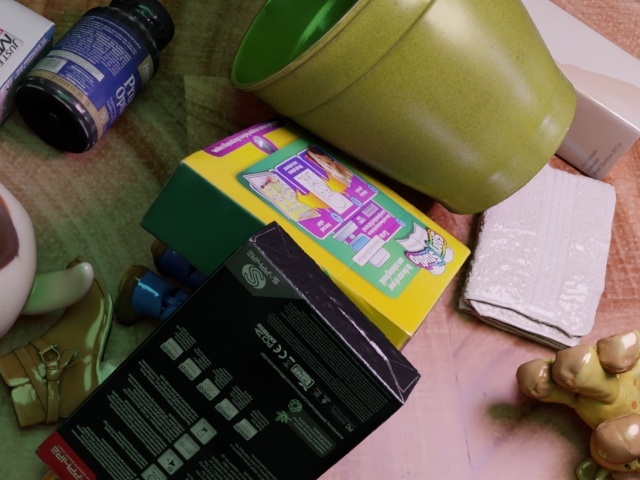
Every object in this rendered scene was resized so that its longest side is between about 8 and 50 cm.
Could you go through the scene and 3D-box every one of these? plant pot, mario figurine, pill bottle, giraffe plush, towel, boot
[{"bbox_3d":[0.134,-0.227,1.618,0.353,0.366,0.366,40,56,-22],"label":"plant pot"},{"bbox_3d":[-0.093,0.132,1.521,0.320,0.170,0.198,32,95,14],"label":"mario figurine"},{"bbox_3d":[-0.289,-0.228,1.629,0.123,0.123,0.219,33,60,3],"label":"pill bottle"},{"bbox_3d":[0.366,0.218,1.581,0.210,0.181,0.170,3,68,-54],"label":"giraffe plush"},{"bbox_3d":[0.303,0.007,1.718,0.187,0.049,0.282,20,59,-6],"label":"towel"},{"bbox_3d":[-0.313,0.119,1.471,0.152,0.073,0.197,-17,65,-18],"label":"boot"}]

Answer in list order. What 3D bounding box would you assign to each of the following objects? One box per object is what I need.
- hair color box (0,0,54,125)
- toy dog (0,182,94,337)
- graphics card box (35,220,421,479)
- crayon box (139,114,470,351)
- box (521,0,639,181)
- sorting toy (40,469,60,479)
[{"bbox_3d":[-0.537,-0.280,1.595,0.347,0.105,0.174,30,59,1],"label":"hair color box"},{"bbox_3d":[-0.449,-0.027,1.292,0.395,0.408,0.284,20,61,4],"label":"toy dog"},{"bbox_3d":[-0.103,0.184,1.327,0.233,0.371,0.094,46,23,2],"label":"graphics card box"},{"bbox_3d":[0.000,0.000,1.492,0.313,0.106,0.363,38,22,5],"label":"crayon box"},{"bbox_3d":[0.327,-0.242,1.801,0.311,0.148,0.121,34,58,5],"label":"box"},{"bbox_3d":[-0.273,0.271,1.424,0.083,0.045,0.075,27,40,-1],"label":"sorting toy"}]
